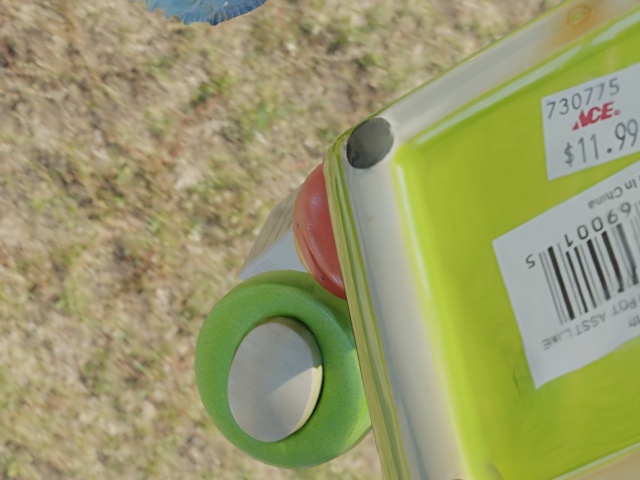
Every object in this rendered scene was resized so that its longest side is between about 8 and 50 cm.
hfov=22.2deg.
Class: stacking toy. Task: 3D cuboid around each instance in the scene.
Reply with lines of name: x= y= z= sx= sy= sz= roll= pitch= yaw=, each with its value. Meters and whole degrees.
stacking toy: x=0.045 y=0.103 z=0.978 sx=0.279 sy=0.309 sz=0.130 roll=-38 pitch=174 yaw=27

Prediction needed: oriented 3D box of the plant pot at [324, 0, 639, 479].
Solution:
plant pot: x=0.135 y=0.038 z=0.486 sx=0.228 sy=0.227 sz=0.207 roll=-28 pitch=140 yaw=23

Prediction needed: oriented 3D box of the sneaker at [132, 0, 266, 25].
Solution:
sneaker: x=-0.108 y=-0.243 z=0.782 sx=0.102 sy=0.146 sz=0.293 roll=-28 pitch=121 yaw=23

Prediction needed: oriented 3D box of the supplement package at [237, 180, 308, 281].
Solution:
supplement package: x=0.000 y=0.000 z=1.862 sx=0.105 sy=0.179 sz=0.105 roll=34 pitch=58 yaw=-12
